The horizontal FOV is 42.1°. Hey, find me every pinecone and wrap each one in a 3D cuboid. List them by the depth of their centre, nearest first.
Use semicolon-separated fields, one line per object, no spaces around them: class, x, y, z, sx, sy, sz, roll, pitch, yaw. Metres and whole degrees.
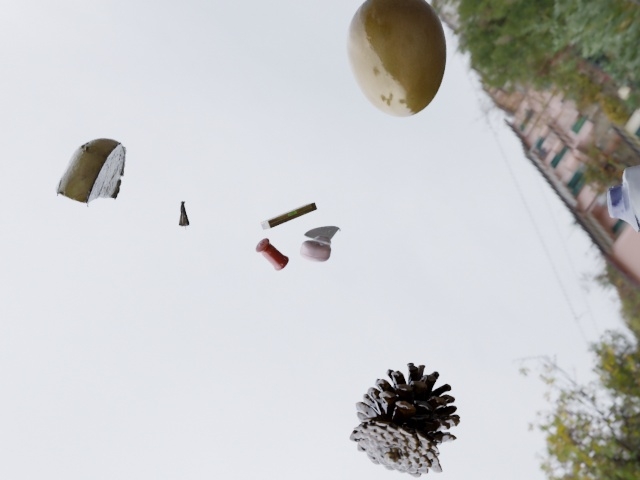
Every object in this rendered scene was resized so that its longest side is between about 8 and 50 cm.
pinecone;0.208;0.408;1.920;0.264;0.264;0.264;22;-154;-11

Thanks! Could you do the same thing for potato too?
potato;-0.480;-0.155;1.744;0.098;0.138;0.243;19;-175;-3

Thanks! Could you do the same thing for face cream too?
face cream;0.806;-0.119;1.711;0.235;0.420;0.137;46;-142;-51

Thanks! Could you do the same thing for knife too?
knife;-0.003;-0.001;2.017;0.081;0.043;0.336;12;-169;4

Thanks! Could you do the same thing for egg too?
egg;0.193;-0.468;2.092;0.250;0.250;0.322;-1;-103;-46

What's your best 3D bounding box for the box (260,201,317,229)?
box;-0.079;-0.061;2.080;0.133;0.023;0.090;-23;-177;-16

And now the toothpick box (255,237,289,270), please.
toothpick box;-0.120;0.033;2.050;0.083;0.047;0.047;46;-166;-31

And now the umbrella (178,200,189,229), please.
umbrella;-0.367;-0.067;2.238;0.020;0.031;0.083;14;-116;-69
